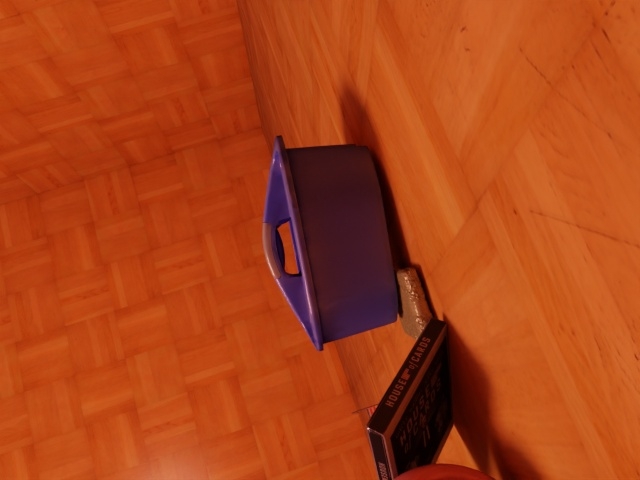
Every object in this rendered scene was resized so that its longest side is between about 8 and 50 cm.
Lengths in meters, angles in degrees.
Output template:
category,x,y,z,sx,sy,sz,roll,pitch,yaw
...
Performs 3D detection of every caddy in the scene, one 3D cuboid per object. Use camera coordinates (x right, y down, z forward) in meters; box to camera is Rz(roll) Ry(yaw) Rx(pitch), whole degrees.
category,x,y,z,sx,sy,sz,roll,pitch,yaw
caddy,0.000,0.000,0.947,0.241,0.179,0.342,-117,16,-79

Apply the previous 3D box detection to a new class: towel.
category,x,y,z,sx,sy,sz,roll,pitch,yaw
towel,0.131,0.091,0.879,0.148,0.027,0.110,119,135,-84

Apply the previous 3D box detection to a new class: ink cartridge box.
category,x,y,z,sx,sy,sz,roll,pitch,yaw
ink cartridge box,0.129,0.389,1.381,0.063,0.115,0.029,94,158,-76

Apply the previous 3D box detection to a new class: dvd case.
category,x,y,z,sx,sy,sz,roll,pitch,yaw
dvd case,0.126,0.243,0.793,0.029,0.179,0.239,16,138,29

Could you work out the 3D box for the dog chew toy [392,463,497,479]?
category,x,y,z,sx,sy,sz,roll,pitch,yaw
dog chew toy,0.135,0.423,0.688,0.207,0.206,0.332,-118,30,-63
